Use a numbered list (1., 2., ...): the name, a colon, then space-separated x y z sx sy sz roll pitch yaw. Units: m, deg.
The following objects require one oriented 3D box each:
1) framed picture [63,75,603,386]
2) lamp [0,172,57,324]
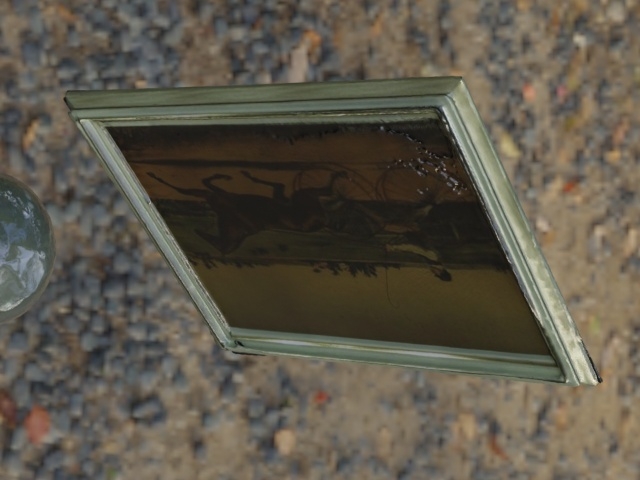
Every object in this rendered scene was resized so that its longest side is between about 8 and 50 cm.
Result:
1. framed picture: 0.000 0.000 0.785 0.014 0.252 0.197 -56 131 -34
2. lamp: -0.442 0.023 1.689 0.313 0.182 0.182 -14 102 -33
